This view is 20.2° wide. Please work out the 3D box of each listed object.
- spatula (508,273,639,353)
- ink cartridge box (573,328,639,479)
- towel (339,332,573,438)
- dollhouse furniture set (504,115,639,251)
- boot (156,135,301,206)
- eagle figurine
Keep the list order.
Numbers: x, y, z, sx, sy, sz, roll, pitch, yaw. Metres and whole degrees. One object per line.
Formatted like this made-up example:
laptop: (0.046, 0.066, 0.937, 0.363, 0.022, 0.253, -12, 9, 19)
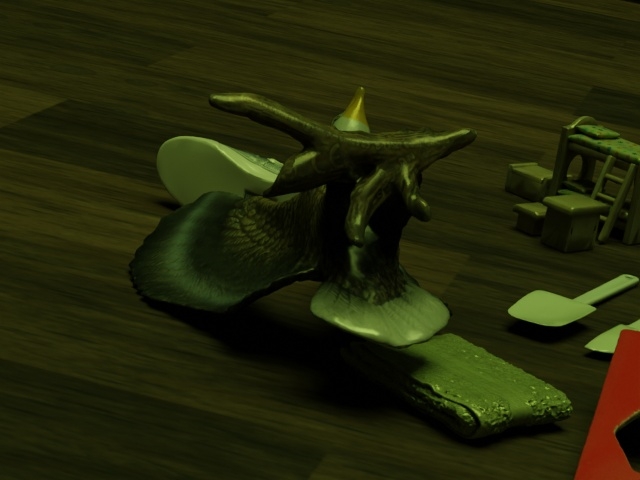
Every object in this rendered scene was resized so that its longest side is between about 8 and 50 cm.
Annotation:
spatula: (0.274, 0.065, 1.510, 0.168, 0.019, 0.242, 17, 18, 27)
ink cartridge box: (0.303, 0.127, 1.142, 0.261, 0.066, 0.296, 13, 28, 12)
towel: (0.096, 0.101, 1.274, 0.110, 0.027, 0.148, -4, 20, -41)
dollhouse furniture set: (0.233, -0.070, 1.790, 0.161, 0.101, 0.182, -6, 23, -43)
boot: (-0.053, -0.043, 1.624, 0.190, 0.069, 0.086, 26, 14, 22)
eagle figurine: (0.005, -0.008, 1.357, 0.226, 0.298, 0.225, 44, 60, 4)
